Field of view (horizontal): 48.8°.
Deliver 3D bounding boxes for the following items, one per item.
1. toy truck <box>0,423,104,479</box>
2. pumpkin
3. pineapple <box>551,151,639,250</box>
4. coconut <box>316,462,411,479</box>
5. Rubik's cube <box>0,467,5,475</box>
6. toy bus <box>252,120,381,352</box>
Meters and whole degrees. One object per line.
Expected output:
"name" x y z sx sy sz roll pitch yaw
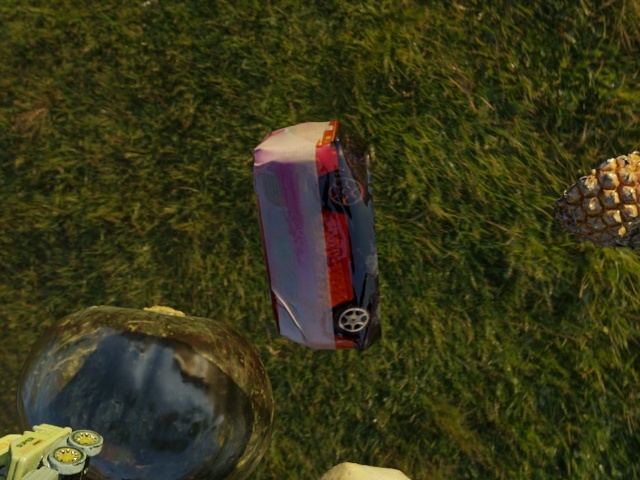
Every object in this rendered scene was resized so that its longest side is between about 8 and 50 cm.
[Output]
"toy truck" -0.254 0.205 0.570 0.100 0.169 0.077 16 103 7
"pumpkin" -0.297 0.287 1.238 0.455 0.454 0.343 6 79 23
"pineapple" 0.459 -0.035 1.072 0.161 0.176 0.136 -36 65 8
"coconut" 0.061 0.361 0.759 0.197 0.237 0.237 -42 75 4
"Rubik's cube" -0.526 0.633 1.410 0.353 0.347 0.351 -1 97 0
"toy bus" 0.000 0.000 0.911 0.147 0.127 0.302 -2 115 5
